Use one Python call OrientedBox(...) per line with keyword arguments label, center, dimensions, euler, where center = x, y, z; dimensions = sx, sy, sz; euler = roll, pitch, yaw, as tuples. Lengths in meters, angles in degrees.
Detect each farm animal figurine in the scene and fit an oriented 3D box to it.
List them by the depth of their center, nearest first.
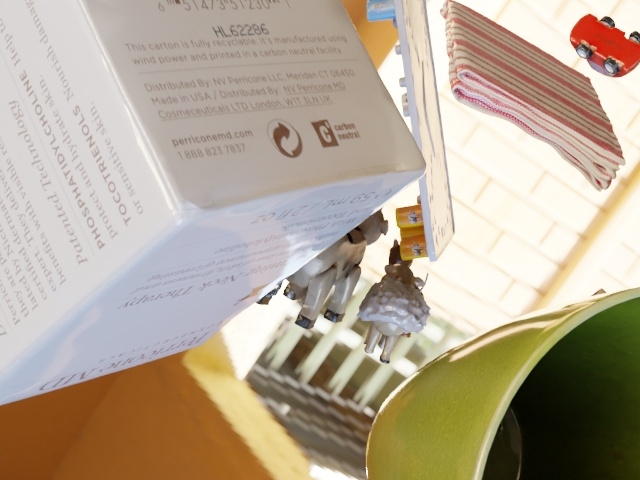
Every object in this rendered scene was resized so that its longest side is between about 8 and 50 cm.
OrientedBox(label="farm animal figurine", center=(0.000, 0.000, 1.723), dimensions=(0.330, 0.172, 0.327), euler=(23, -169, 3))

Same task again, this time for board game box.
OrientedBox(label="board game box", center=(0.131, -0.181, 1.854), dimensions=(0.050, 0.390, 0.390), euler=(-7, -175, 10))

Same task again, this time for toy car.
OrientedBox(label="toy car", center=(0.429, -0.177, 1.646), dimensions=(0.239, 0.225, 0.053), euler=(2, 156, 9))

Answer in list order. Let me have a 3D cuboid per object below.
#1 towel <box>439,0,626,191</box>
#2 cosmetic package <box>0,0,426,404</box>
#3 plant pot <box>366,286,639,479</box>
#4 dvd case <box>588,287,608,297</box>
OrientedBox(label="towel", center=(0.154, -0.117, 1.005), dimensions=(0.144, 0.029, 0.197), euler=(29, -156, -12))
OrientedBox(label="cosmetic package", center=(-0.186, -0.089, 1.252), dimensions=(0.329, 0.393, 0.327), euler=(-14, -108, -47))
OrientedBox(label="plant pot", center=(0.153, 0.164, 0.884), dimensions=(0.274, 0.275, 0.293), euler=(32, 168, -18))
OrientedBox(label="dvd case", center=(0.292, 0.157, 1.212), dimensions=(0.221, 0.018, 0.164), euler=(43, 144, 2))
